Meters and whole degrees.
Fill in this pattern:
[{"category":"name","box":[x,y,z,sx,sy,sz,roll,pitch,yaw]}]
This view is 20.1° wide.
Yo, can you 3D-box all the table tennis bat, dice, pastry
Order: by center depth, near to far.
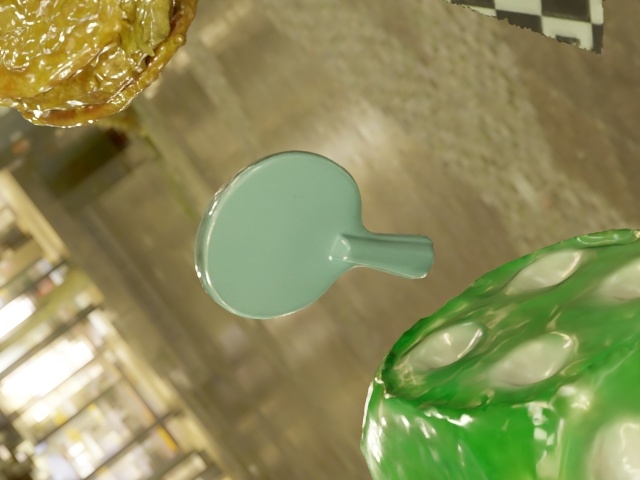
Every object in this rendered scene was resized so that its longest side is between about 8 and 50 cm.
[{"category":"dice","box":[0.231,0.177,1.473,0.297,0.300,0.287,5,125,62]},{"category":"table tennis bat","box":[0.000,0.000,1.491,0.237,0.149,0.038,8,-160,-37]},{"category":"pastry","box":[-0.199,-0.211,1.526,0.132,0.235,0.240,39,-138,-54]}]

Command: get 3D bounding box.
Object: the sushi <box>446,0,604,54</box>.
[{"category":"sushi","box":[0.068,-0.188,0.791,0.139,0.031,0.201,28,129,47]}]
